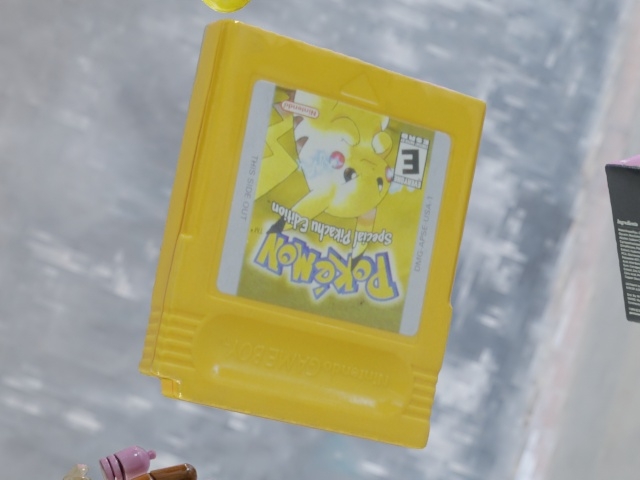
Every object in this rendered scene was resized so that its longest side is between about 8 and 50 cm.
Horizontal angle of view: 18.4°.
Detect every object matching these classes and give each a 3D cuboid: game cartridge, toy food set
[{"bbox_3d":[0.000,0.000,1.717,0.053,0.285,0.323,-4,74,58],"label":"game cartridge"},{"bbox_3d":[-0.105,0.144,1.134,0.078,0.122,0.019,-48,-46,-51],"label":"toy food set"}]

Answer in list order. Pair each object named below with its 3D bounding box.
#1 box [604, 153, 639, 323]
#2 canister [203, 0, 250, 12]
[{"bbox_3d":[0.361,-0.014,1.853,0.093,0.156,0.158,10,115,54],"label":"box"},{"bbox_3d":[-0.097,-0.268,1.778,0.073,0.126,0.170,-43,8,10],"label":"canister"}]
